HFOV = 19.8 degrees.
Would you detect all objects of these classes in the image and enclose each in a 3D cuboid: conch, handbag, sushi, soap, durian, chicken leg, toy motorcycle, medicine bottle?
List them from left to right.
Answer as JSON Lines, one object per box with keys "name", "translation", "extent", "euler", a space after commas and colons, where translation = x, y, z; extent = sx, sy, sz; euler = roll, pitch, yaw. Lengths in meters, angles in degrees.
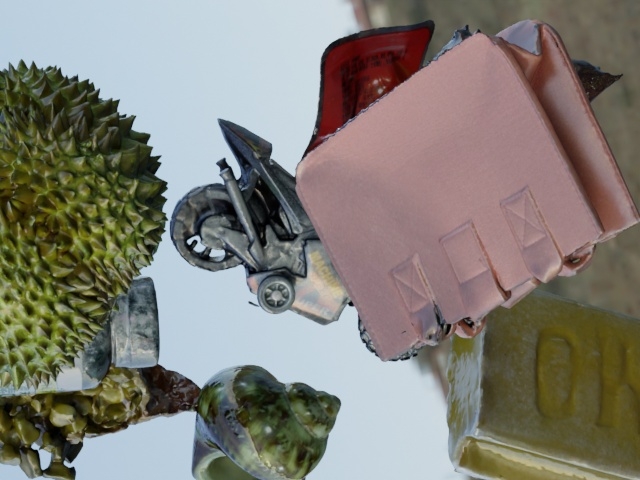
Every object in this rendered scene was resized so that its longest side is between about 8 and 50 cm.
{"name": "medicine bottle", "translation": [-0.324, 0.098, 1.991], "extent": [0.141, 0.293, 0.141], "euler": [175, 90, -79]}
{"name": "durian", "translation": [-0.246, -0.012, 1.615], "extent": [0.291, 0.225, 0.291], "euler": [-23, 64, 59]}
{"name": "sushi", "translation": [-0.297, 0.169, 2.149], "extent": [0.296, 0.167, 0.179], "euler": [27, -152, -45]}
{"name": "conch", "translation": [-0.059, 0.212, 1.999], "extent": [0.187, 0.181, 0.124], "euler": [50, -121, -38]}
{"name": "toy motorcycle", "translation": [0.000, 0.000, 1.889], "extent": [0.307, 0.173, 0.108], "euler": [27, -172, -11]}
{"name": "handbag", "translation": [0.087, -0.026, 1.145], "extent": [0.059, 0.212, 0.157], "euler": [-17, -102, -44]}
{"name": "chicken leg", "translation": [0.202, -0.172, 1.990], "extent": [0.105, 0.234, 0.063], "euler": [-68, -26, -8]}
{"name": "soap", "translation": [0.248, 0.145, 1.595], "extent": [0.089, 0.274, 0.173], "euler": [122, 159, -51]}

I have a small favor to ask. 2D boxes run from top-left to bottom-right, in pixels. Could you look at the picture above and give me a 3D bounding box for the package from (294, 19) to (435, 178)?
{"name": "package", "translation": [0.037, -0.100, 1.940], "extent": [0.194, 0.071, 0.269], "euler": [-31, -32, -54]}
